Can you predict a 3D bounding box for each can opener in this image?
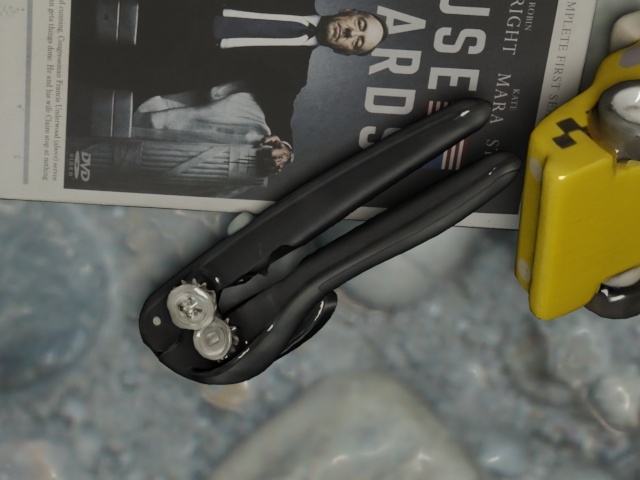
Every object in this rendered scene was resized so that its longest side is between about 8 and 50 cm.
[{"bbox_3d":[0.000,0.000,0.813,0.186,0.073,0.059,-39,86,25],"label":"can opener"}]

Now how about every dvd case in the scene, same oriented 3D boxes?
[{"bbox_3d":[-0.010,-0.090,0.795,0.238,0.030,0.179,3,123,-6],"label":"dvd case"}]

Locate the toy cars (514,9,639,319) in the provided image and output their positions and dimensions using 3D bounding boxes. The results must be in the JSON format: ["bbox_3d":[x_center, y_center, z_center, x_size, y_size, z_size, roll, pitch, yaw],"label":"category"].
[{"bbox_3d":[0.216,-0.123,0.790,0.394,0.087,0.176,-48,142,10],"label":"toy cars"}]
